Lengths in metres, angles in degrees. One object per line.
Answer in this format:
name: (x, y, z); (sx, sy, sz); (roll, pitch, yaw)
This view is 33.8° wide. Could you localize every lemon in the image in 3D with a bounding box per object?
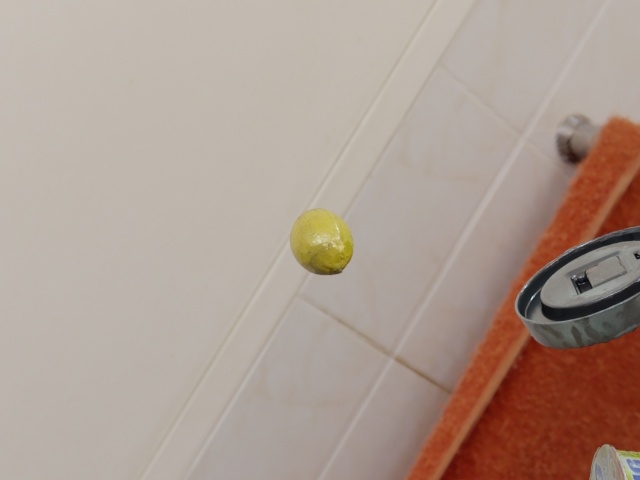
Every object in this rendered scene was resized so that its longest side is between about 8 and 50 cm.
lemon: (0.000, 0.000, 1.385); (0.082, 0.082, 0.111); (36, 14, -38)

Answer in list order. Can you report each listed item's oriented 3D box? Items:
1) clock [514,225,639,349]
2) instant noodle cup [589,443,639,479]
clock: (0.486, 0.078, 1.811); (0.061, 0.312, 0.312); (61, -13, -14)
instant noodle cup: (0.429, 0.357, 1.302); (0.152, 0.205, 0.205); (2, -7, 1)
